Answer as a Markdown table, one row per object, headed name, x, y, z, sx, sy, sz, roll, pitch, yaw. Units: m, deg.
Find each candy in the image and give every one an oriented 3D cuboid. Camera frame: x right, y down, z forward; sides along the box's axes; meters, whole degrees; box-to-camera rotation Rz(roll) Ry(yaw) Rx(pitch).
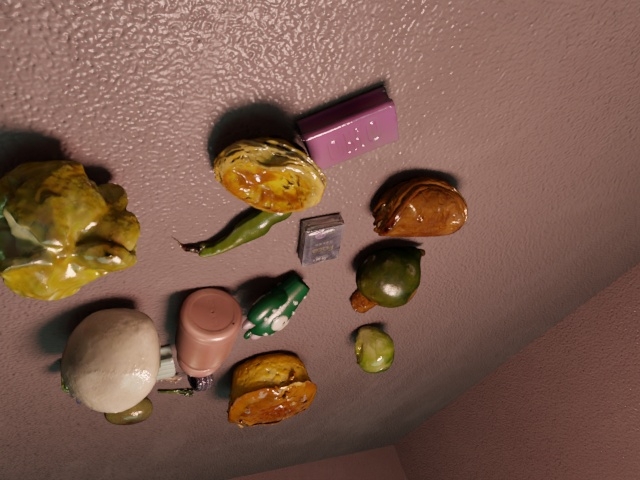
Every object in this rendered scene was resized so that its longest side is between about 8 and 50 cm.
| name | x | y | z | sx | sy | sz | roll | pitch | yaw |
| --- | --- | --- | --- | --- | --- | --- | --- | --- | --- |
| candy | -0.550 | 0.311 | 1.370 | 0.296 | 0.295 | 0.185 | -34 | 158 | 18 |

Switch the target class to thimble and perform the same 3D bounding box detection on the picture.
| name | x | y | z | sx | sy | sz | roll | pitch | yaw |
| --- | --- | --- | --- | --- | --- | --- | --- | --- | --- |
| thimble | -0.414 | 0.467 | 1.809 | 0.066 | 0.104 | 0.095 | -5 | 147 | -35 |

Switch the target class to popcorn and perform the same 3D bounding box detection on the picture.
| name | x | y | z | sx | sy | sz | roll | pitch | yaw |
| --- | --- | --- | --- | --- | --- | --- | --- | --- | --- |
| popcorn | -0.479 | -0.027 | 0.986 | 0.277 | 0.225 | 0.276 | -22 | 142 | -18 |

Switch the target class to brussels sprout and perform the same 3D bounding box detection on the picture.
| name | x | y | z | sx | sy | sz | roll | pitch | yaw |
| --- | --- | --- | --- | --- | --- | --- | --- | --- | --- |
| brussels sprout | 0.209 | 0.411 | 1.998 | 0.146 | 0.183 | 0.131 | -7 | 154 | 17 |

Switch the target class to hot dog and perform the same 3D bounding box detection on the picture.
| name | x | y | z | sx | sy | sz | roll | pitch | yaw |
| --- | --- | --- | --- | --- | --- | --- | --- | --- | --- |
| hot dog | 0.268 | -0.078 | 1.414 | 0.272 | 0.122 | 0.196 | -4 | 145 | -30 |
| hot dog | 0.165 | 0.194 | 1.783 | 0.099 | 0.065 | 0.147 | 2 | 151 | -31 |

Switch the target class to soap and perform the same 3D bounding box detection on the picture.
| name | x | y | z | sx | sy | sz | roll | pitch | yaw |
| --- | --- | --- | --- | --- | --- | --- | --- | --- | --- |
| soap | -0.567 | 0.404 | 1.671 | 0.198 | 0.066 | 0.119 | -10 | 146 | -16 |
| soap | 0.060 | -0.235 | 1.128 | 0.203 | 0.065 | 0.122 | -22 | 146 | 1 |

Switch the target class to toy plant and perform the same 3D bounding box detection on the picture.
| name | x | y | z | sx | sy | sz | roll | pitch | yaw |
| --- | --- | --- | --- | --- | --- | --- | --- | --- | --- |
| toy plant | -0.138 | 0.207 | 1.566 | 0.243 | 0.112 | 0.232 | -38 | 161 | -25 |

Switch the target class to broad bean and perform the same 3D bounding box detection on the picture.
| name | x | y | z | sx | sy | sz | roll | pitch | yaw |
| --- | --- | --- | --- | --- | --- | --- | --- | --- | --- |
| broad bean | -0.193 | -0.028 | 1.288 | 0.318 | 0.055 | 0.098 | -21 | 147 | 4 |

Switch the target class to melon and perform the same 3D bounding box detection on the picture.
| name | x | y | z | sx | sy | sz | roll | pitch | yaw |
| --- | --- | --- | --- | --- | --- | --- | --- | --- | --- |
| melon | -0.677 | 0.601 | 1.861 | 0.162 | 0.099 | 0.099 | -3 | 142 | -23 |

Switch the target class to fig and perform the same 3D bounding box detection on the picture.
| name | x | y | z | sx | sy | sz | roll | pitch | yaw |
| --- | --- | --- | --- | --- | --- | --- | --- | --- | --- |
| fig | 0.222 | 0.092 | 1.604 | 0.245 | 0.195 | 0.195 | -49 | 154 | -23 |

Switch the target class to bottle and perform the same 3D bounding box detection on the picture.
| name | x | y | z | sx | sy | sz | roll | pitch | yaw |
| --- | --- | --- | --- | --- | --- | --- | --- | --- | --- |
| bottle | -0.326 | 0.279 | 1.551 | 0.206 | 0.173 | 0.296 | -39 | 161 | -41 |

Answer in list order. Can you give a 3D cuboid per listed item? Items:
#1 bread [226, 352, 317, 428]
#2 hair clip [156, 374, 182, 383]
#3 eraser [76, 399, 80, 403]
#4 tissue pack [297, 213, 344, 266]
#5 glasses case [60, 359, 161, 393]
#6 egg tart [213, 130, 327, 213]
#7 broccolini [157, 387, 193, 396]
| name | x | y | z | sx | sy | sz | roll | pitch | yaw |
| --- | --- | --- | --- | --- | --- | --- | --- | --- | --- |
| bread | -0.196 | 0.564 | 1.982 | 0.337 | 0.204 | 0.358 | -8 | 148 | -23 |
| hair clip | -0.576 | 0.464 | 1.772 | 0.226 | 0.072 | 0.034 | -1 | 142 | -41 |
| eraser | -0.743 | 0.462 | 1.685 | 0.082 | 0.036 | 0.225 | -5 | 143 | -25 |
| tissue pack | 0.000 | 0.000 | 1.434 | 0.113 | 0.051 | 0.156 | -12 | 145 | -16 |
| glasses case | -0.622 | 0.370 | 1.571 | 0.273 | 0.095 | 0.062 | -13 | 150 | -12 |
| egg tart | -0.102 | -0.144 | 1.101 | 0.241 | 0.105 | 0.241 | 9 | 153 | 5 |
| broccolini | -0.532 | 0.562 | 1.941 | 0.140 | 0.035 | 0.030 | 14 | 129 | -39 |
